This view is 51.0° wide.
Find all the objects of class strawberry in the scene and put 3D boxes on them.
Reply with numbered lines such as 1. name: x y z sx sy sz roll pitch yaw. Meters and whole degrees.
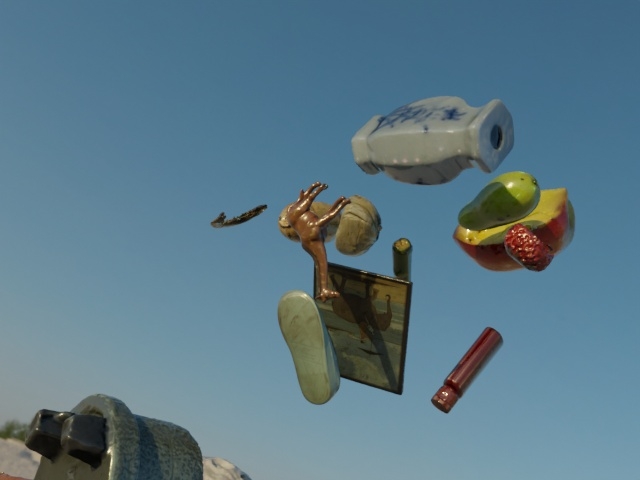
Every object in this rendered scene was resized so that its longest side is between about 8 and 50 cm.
1. strawberry: 0.535 0.021 1.741 0.145 0.086 0.145 37 8 -6

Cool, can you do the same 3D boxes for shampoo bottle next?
1. shampoo bottle: 0.404 0.359 1.844 0.064 0.260 0.102 32 -23 28

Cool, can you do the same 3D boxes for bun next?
1. bun: 0.110 -0.036 1.832 0.114 0.166 0.173 17 -16 10

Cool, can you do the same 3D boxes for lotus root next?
1. lotus root: -0.018 -0.058 2.184 0.160 0.146 0.284 27 12 39

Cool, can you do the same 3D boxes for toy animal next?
1. toy animal: 0.000 0.000 1.531 0.224 0.229 0.066 34 1 20

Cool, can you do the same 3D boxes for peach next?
1. peach: 0.659 -0.017 2.283 0.381 0.306 0.242 -2 -48 33

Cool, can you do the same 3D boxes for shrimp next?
1. shrimp: -0.277 -0.083 2.231 0.195 0.035 0.148 -23 -13 8

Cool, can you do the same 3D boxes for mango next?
1. mango: 0.535 -0.108 2.017 0.175 0.142 0.293 -9 -16 -33

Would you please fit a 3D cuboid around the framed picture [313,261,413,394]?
1. framed picture: 0.100 0.226 1.727 0.265 0.016 0.346 13 -60 21

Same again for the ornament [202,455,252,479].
1. ornament: -0.292 0.702 1.668 0.337 0.337 0.337 18 -24 9

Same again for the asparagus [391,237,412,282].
1. asparagus: 0.251 0.104 2.054 0.060 0.067 0.277 4 -41 12

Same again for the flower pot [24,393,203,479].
1. flower pot: -0.401 0.438 1.201 0.299 0.298 0.283 -4 -27 44

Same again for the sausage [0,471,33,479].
1. sausage: -0.743 0.588 1.577 0.327 0.079 0.087 13 -24 -8

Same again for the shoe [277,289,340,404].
1. shoe: -0.017 0.228 1.463 0.103 0.250 0.100 -17 -8 21

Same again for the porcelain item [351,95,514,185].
1. porcelain item: 0.286 -0.258 1.770 0.405 0.242 0.178 2 -51 45
